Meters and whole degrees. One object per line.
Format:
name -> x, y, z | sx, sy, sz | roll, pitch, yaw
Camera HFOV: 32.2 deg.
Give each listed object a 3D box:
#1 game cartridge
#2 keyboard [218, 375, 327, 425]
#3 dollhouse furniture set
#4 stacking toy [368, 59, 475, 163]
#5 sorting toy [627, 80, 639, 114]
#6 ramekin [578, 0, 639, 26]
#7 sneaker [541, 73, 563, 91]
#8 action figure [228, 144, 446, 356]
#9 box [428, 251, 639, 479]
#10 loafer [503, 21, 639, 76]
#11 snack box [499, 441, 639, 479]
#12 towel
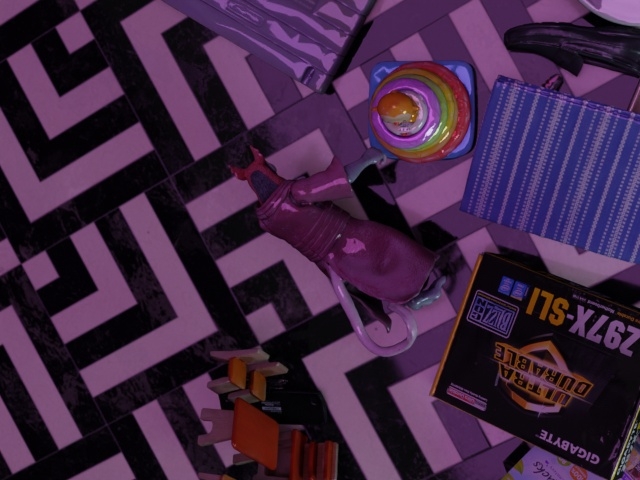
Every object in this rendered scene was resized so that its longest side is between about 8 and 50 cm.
game cartridge -> -0.090, -0.428, 1.838 | 0.355, 0.068, 0.230 | 32, 99, 9
keyboard -> -0.083, 0.272, 1.933 | 0.192, 0.038, 0.100 | 0, 119, 13
dollhouse furniture set -> -0.082, 0.332, 1.812 | 0.135, 0.259, 0.262 | -8, 63, 22
stacking toy -> 0.136, -0.196, 1.681 | 0.175, 0.302, 0.165 | 1, 96, 13
sorting toy -> 0.580, -0.180, 1.711 | 0.208, 0.038, 0.193 | 22, 101, 10
ramekin -> 0.484, -0.453, 1.656 | 0.273, 0.127, 0.272 | 2, 98, 12
sneaker -> 0.360, -0.206, 1.762 | 0.057, 0.047, 0.119 | 29, 110, 3
action figure -> 0.000, 0.000, 1.741 | 0.370, 0.275, 0.248 | 35, 139, -10
box -> 0.360, 0.189, 1.734 | 0.322, 0.079, 0.257 | 24, 98, 30
loafer -> 0.396, -0.295, 1.724 | 0.223, 0.076, 0.078 | 6, 90, 9
snack box -> 0.417, 0.382, 1.769 | 0.207, 0.070, 0.174 | -50, 61, 14
towel -> 0.407, -0.107, 1.741 | 0.336, 0.040, 0.243 | 17, 117, 12
